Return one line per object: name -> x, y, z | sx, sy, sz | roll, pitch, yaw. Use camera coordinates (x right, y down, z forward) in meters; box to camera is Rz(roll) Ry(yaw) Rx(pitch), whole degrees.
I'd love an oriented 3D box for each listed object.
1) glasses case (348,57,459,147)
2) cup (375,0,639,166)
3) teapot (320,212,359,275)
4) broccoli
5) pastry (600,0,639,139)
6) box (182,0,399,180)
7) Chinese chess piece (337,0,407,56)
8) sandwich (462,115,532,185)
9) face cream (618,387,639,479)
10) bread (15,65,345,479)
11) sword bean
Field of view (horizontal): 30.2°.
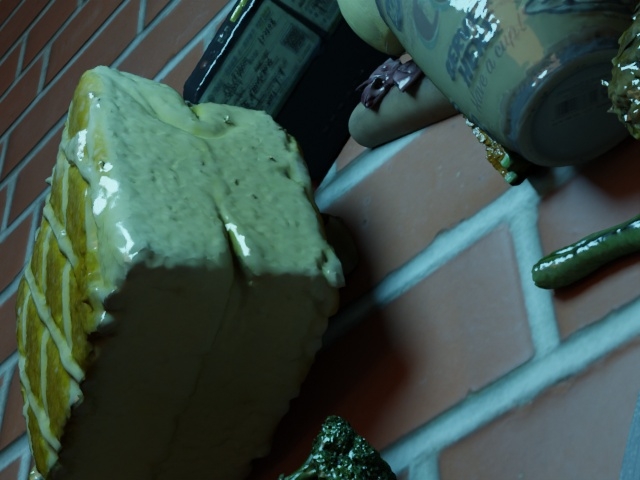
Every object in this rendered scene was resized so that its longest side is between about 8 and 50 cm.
glasses case -> 0.105, -0.189, 1.392 | 0.193, 0.070, 0.102 | -17, 49, 50
cup -> 0.235, -0.215, 1.130 | 0.301, 0.227, 0.257 | -26, 53, 0
teapot -> 0.000, 0.000, 1.385 | 0.085, 0.080, 0.110 | -13, 33, 16
broccoli -> 0.008, 0.253, 1.109 | 0.145, 0.138, 0.162 | -94, 6, -51
pastry -> 0.347, -0.153, 0.907 | 0.274, 0.193, 0.275 | -58, 4, 7
box -> -0.001, -0.264, 1.479 | 0.350, 0.211, 0.058 | -56, 28, 5
Chinese chess piece -> 0.127, -0.320, 1.316 | 0.251, 0.097, 0.251 | -41, -9, -8
sandwich -> 0.184, -0.103, 1.199 | 0.029, 0.067, 0.135 | -49, 36, 27
face cream -> 0.343, 0.114, 0.759 | 0.420, 0.137, 0.234 | -22, 48, 63
bread -> -0.174, 0.056, 1.328 | 0.390, 0.279, 0.371 | -109, 33, -51
sword bean -> 0.286, -0.010, 0.999 | 0.269, 0.038, 0.043 | -27, 19, 44
